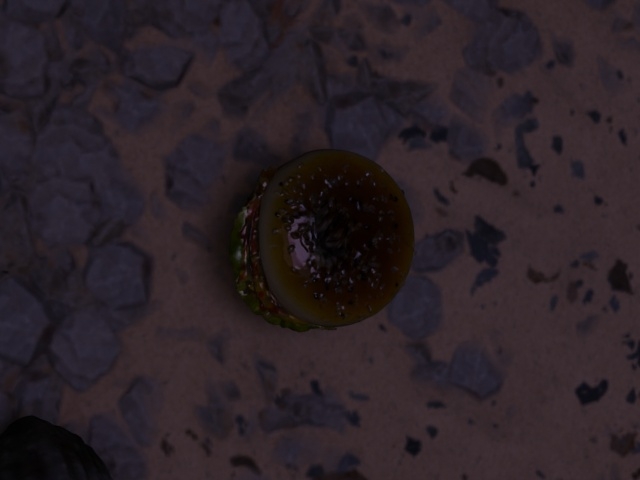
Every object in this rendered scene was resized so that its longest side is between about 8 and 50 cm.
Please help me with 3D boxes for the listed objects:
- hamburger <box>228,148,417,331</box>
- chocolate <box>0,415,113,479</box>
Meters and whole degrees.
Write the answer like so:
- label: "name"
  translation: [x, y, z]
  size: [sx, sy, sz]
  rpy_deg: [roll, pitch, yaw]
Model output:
- label: "hamburger"
  translation: [0.000, 0.000, 1.078]
  size: [0.141, 0.081, 0.126]
  rpy_deg: [1, 87, -23]
- label: "chocolate"
  translation: [-0.172, 0.235, 0.986]
  size: [0.110, 0.110, 0.248]
  rpy_deg: [-8, 91, -22]
